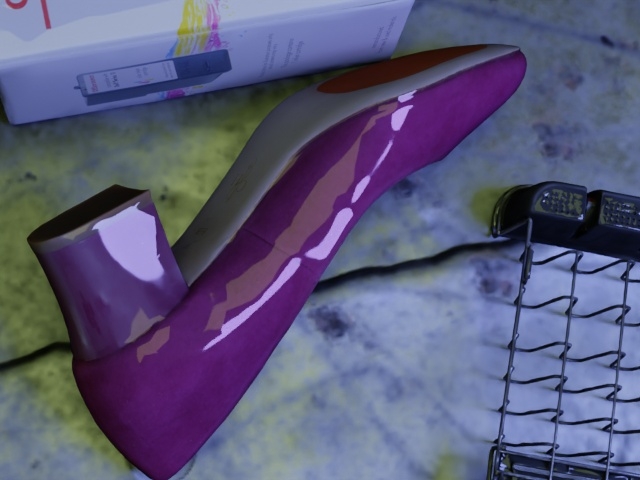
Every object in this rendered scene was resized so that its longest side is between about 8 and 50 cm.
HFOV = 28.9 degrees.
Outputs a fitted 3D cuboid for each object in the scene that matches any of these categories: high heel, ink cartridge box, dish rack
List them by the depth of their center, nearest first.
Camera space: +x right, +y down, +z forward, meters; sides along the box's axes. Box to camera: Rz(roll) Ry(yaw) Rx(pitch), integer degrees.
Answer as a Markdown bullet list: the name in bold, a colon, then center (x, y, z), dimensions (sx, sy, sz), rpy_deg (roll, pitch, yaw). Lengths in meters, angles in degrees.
- **dish rack**: center (0.210, 0.097, 0.839), dimensions (0.208, 0.074, 0.272), rpy_deg (10, 77, -3)
- **high heel**: center (0.000, 0.000, 0.842), dimensions (0.377, 0.127, 0.181), rpy_deg (-26, 109, -16)
- **ink cartridge box**: center (-0.133, -0.206, 0.848), dimensions (0.353, 0.119, 0.207), rpy_deg (-11, 78, -10)
